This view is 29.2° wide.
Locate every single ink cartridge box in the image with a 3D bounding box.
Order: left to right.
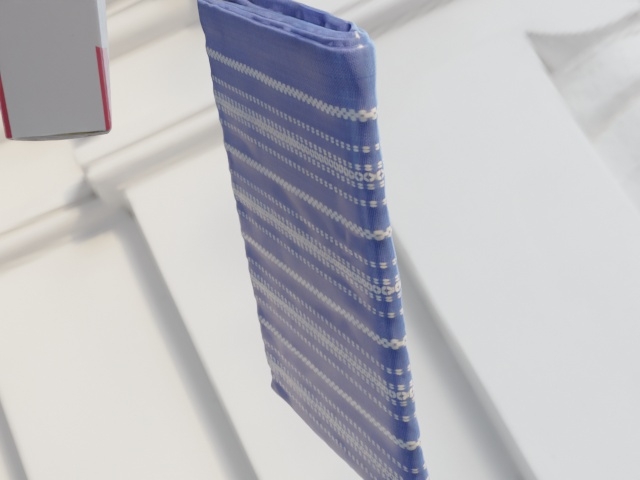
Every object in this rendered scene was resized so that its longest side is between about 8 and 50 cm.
[{"bbox_3d":[-0.295,-0.272,1.331,0.117,0.283,0.207,-6,-49,-7],"label":"ink cartridge box"}]

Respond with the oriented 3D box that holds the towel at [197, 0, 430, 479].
[{"bbox_3d":[0.000,0.000,0.836,0.040,0.243,0.336,-18,-66,-20],"label":"towel"}]
